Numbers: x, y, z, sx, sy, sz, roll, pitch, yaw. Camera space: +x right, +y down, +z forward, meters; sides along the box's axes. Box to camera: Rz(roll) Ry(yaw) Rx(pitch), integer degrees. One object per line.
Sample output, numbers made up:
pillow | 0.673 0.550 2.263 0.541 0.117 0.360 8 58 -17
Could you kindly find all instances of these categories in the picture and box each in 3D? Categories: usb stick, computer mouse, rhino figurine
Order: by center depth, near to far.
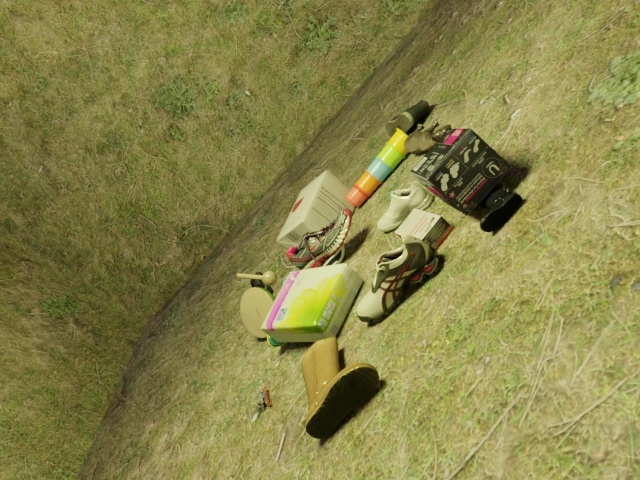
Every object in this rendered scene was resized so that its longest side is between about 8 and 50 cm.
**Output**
rhino figurine | 0.362 -0.339 1.871 0.106 0.073 0.243 -51 19 -11
computer mouse | 0.030 0.086 1.905 0.193 0.042 0.106 -50 10 20
usb stick | -0.253 0.195 2.377 0.077 0.045 0.278 -58 18 1

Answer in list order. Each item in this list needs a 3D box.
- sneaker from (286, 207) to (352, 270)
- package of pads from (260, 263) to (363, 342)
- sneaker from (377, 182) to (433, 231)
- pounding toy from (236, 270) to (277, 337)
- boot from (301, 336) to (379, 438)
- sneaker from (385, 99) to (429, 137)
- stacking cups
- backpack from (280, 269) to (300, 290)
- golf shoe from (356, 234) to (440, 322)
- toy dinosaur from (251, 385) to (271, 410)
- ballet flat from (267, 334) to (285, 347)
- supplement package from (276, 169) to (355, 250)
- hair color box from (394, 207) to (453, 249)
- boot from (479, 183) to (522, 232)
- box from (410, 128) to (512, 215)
sneaker | 0.000 0.000 1.885 0.299 0.112 0.121 -47 12 30
package of pads | -0.027 0.190 1.700 0.296 0.101 0.229 -12 42 51
sneaker | 0.233 -0.106 1.694 0.212 0.094 0.080 -36 24 40
pounding toy | -0.192 0.222 2.017 0.183 0.236 0.110 -4 4 39
boot | 0.033 0.315 1.373 0.236 0.089 0.269 -46 17 15
sneaker | 0.343 -0.467 2.194 0.118 0.083 0.222 -37 6 -16
stacking cups | 0.210 -0.260 2.048 0.316 0.096 0.096 -48 18 9
backpack | -0.085 0.153 1.982 0.105 0.084 0.114 -42 17 19
golf shoe | 0.171 0.093 1.421 0.273 0.120 0.105 -46 20 21
toy dinosaur | -0.164 0.467 1.671 0.090 0.047 0.082 -2 33 24
ballet flat | -0.102 0.262 1.854 0.231 0.077 0.077 -58 -3 -28
supplement package | -0.007 -0.083 2.100 0.177 0.175 0.293 -35 24 44
hair color box | 0.274 -0.027 1.507 0.093 0.053 0.167 -50 16 -1
boot | 0.403 -0.076 1.303 0.121 0.045 0.099 -45 19 5
box | 0.347 -0.178 1.428 0.163 0.142 0.247 -49 7 8
